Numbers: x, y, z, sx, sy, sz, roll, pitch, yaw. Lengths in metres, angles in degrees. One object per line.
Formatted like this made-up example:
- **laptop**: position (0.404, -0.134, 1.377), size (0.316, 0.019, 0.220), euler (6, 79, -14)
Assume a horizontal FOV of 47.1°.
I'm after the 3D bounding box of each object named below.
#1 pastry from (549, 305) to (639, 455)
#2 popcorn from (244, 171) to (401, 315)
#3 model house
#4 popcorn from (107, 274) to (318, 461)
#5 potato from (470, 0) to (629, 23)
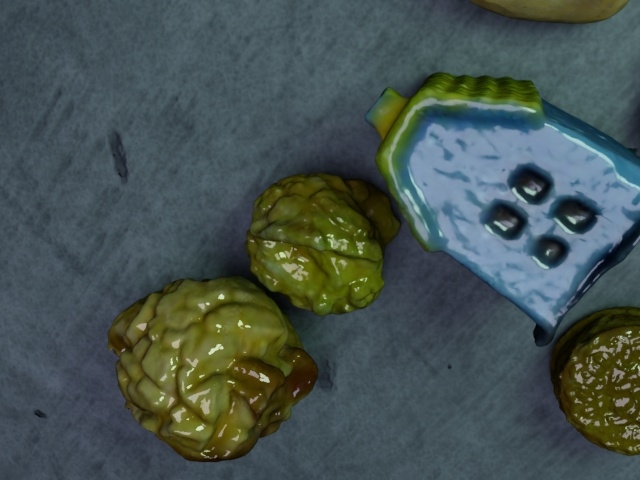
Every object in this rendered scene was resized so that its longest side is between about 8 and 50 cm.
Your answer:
- **pastry**: position (0.391, 0.175, 0.931), size (0.188, 0.103, 0.189), euler (3, 108, 10)
- **popcorn**: position (0.001, -0.001, 0.941), size (0.197, 0.156, 0.198), euler (8, 129, 9)
- **model house**: position (0.196, -0.078, 0.821), size (0.303, 0.237, 0.215), euler (37, 112, -1)
- **popcorn**: position (-0.147, 0.147, 0.972), size (0.332, 0.265, 0.225), euler (17, 94, 48)
- **potato**: position (0.242, -0.323, 0.787), size (0.233, 0.146, 0.150), euler (9, 154, -3)
